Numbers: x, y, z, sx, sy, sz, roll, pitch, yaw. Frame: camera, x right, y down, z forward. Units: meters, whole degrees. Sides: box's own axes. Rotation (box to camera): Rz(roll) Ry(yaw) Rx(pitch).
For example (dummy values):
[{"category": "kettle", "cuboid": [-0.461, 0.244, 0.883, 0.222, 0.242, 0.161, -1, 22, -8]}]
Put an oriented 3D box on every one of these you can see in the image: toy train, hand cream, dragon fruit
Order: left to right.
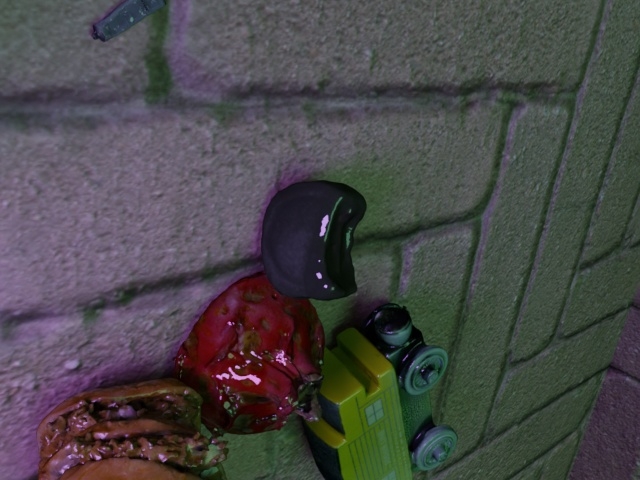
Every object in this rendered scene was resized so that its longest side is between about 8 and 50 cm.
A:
[{"category": "hand cream", "cuboid": [-0.202, -0.239, 0.667, 0.093, 0.019, 0.030, -44, 137, -20]}, {"category": "dragon fruit", "cuboid": [-0.082, 0.171, 0.882, 0.262, 0.211, 0.134, -59, 146, -9]}, {"category": "toy train", "cuboid": [0.102, 0.322, 1.168, 0.272, 0.179, 0.442, -29, 130, -20]}]

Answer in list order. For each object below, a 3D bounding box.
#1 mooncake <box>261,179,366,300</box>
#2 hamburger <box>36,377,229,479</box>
[{"category": "mooncake", "cuboid": [0.000, 0.000, 0.887, 0.104, 0.168, 0.175, 7, 122, -47]}, {"category": "hamburger", "cuboid": [-0.227, 0.294, 0.776, 0.260, 0.211, 0.245, -34, 129, 7]}]
